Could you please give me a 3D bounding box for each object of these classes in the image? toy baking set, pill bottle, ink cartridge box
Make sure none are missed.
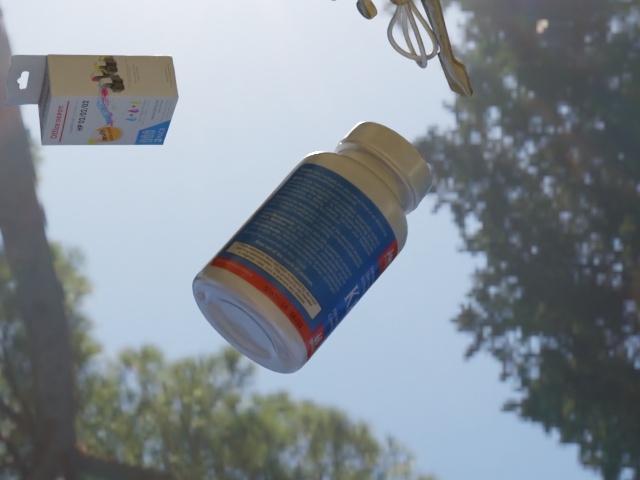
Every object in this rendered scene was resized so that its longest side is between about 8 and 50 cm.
[{"bbox_3d":[0.063,-0.250,1.517,0.256,0.197,0.030,42,-108,12],"label":"toy baking set"},{"bbox_3d":[0.000,0.000,1.427,0.124,0.124,0.221,26,-117,33],"label":"pill bottle"},{"bbox_3d":[-0.261,-0.158,1.830,0.181,0.104,0.061,-1,-119,-17],"label":"ink cartridge box"}]
